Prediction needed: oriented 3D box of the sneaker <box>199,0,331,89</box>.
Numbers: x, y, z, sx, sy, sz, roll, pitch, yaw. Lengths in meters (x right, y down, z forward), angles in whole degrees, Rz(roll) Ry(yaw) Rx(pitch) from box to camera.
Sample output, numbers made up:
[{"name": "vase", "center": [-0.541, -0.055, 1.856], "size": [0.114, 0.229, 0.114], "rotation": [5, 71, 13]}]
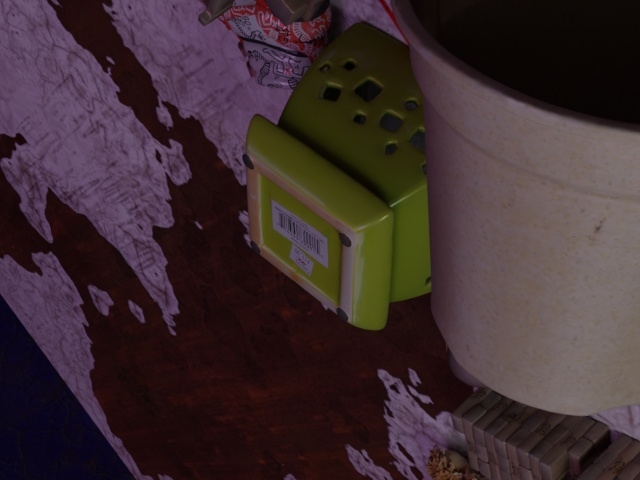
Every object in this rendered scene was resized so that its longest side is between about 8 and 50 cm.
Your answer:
[{"name": "sneaker", "center": [-0.098, -0.264, 1.486], "size": [0.270, 0.090, 0.145], "rotation": [29, 142, 31]}]

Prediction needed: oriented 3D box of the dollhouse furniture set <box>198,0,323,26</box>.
[{"name": "dollhouse furniture set", "center": [-0.066, -0.333, 1.317], "size": [0.303, 0.174, 0.355], "rotation": [51, 161, 2]}]

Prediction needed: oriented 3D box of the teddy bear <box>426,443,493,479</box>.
[{"name": "teddy bear", "center": [0.228, 0.433, 1.800], "size": [0.245, 0.113, 0.338], "rotation": [33, 147, 35]}]

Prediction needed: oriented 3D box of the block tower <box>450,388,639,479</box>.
[{"name": "block tower", "center": [0.311, 0.272, 1.510], "size": [0.335, 0.091, 0.097], "rotation": [26, 142, 40]}]

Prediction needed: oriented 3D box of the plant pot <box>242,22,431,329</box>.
[{"name": "plant pot", "center": [0.048, -0.056, 1.394], "size": [0.228, 0.207, 0.227], "rotation": [38, 149, 26]}]

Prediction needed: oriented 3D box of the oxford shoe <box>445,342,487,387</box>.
[{"name": "oxford shoe", "center": [0.207, 0.098, 1.391], "size": [0.130, 0.133, 0.364], "rotation": [31, 151, -1]}]

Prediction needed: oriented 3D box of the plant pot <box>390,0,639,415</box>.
[{"name": "plant pot", "center": [0.204, -0.049, 0.976], "size": [0.334, 0.334, 0.305], "rotation": [33, 138, 31]}]
